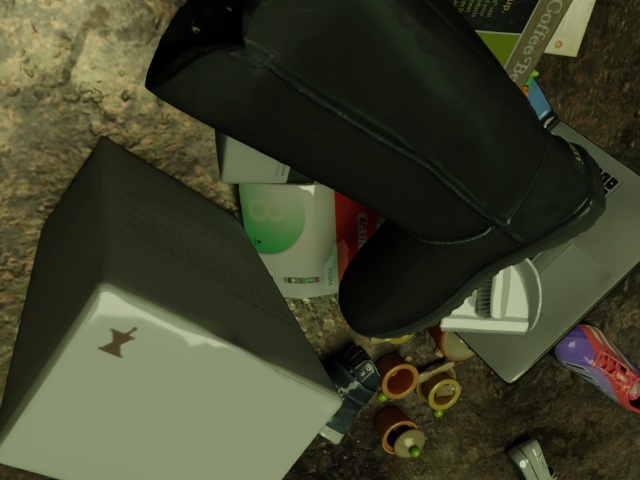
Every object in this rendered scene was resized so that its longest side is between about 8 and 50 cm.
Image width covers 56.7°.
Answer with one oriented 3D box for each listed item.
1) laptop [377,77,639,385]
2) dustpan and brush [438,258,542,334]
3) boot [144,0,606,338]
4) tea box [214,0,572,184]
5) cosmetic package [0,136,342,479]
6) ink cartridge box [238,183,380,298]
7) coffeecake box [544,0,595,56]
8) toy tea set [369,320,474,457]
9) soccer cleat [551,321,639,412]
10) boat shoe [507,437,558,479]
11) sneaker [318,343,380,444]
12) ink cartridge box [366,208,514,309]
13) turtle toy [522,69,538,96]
[{"bbox_3d":[0.265,-0.070,0.893,0.382,0.408,0.236,-44,154,2],"label":"laptop"},{"bbox_3d":[0.255,0.038,0.842,0.147,0.060,0.211,4,98,-9],"label":"dustpan and brush"},{"bbox_3d":[0.028,-0.058,0.588,0.367,0.146,0.445,-38,139,28],"label":"boot"},{"bbox_3d":[0.054,-0.246,0.655,0.323,0.220,0.329,1,142,-15],"label":"tea box"},{"bbox_3d":[-0.177,0.059,0.648,0.230,0.453,0.161,32,98,-28],"label":"cosmetic package"},{"bbox_3d":[0.000,0.000,0.852,0.224,0.056,0.181,6,116,20],"label":"ink cartridge box"},{"bbox_3d":[0.274,-0.342,0.809,0.185,0.068,0.142,8,123,-1],"label":"coffeecake box"},{"bbox_3d":[0.193,0.250,1.058,0.200,0.124,0.336,-8,115,-17],"label":"toy tea set"},{"bbox_3d":[0.599,0.269,1.224,0.318,0.116,0.109,35,97,-29],"label":"soccer cleat"},{"bbox_3d":[0.491,0.532,1.316,0.076,0.083,0.226,-32,119,-4],"label":"boat shoe"},{"bbox_3d":[-0.004,0.227,0.998,0.226,0.086,0.163,37,94,-28],"label":"sneaker"},{"bbox_3d":[0.205,-0.039,0.860,0.232,0.066,0.189,44,92,2],"label":"ink cartridge box"},{"bbox_3d":[0.241,-0.216,0.839,0.130,0.095,0.066,-10,117,18],"label":"turtle toy"}]
